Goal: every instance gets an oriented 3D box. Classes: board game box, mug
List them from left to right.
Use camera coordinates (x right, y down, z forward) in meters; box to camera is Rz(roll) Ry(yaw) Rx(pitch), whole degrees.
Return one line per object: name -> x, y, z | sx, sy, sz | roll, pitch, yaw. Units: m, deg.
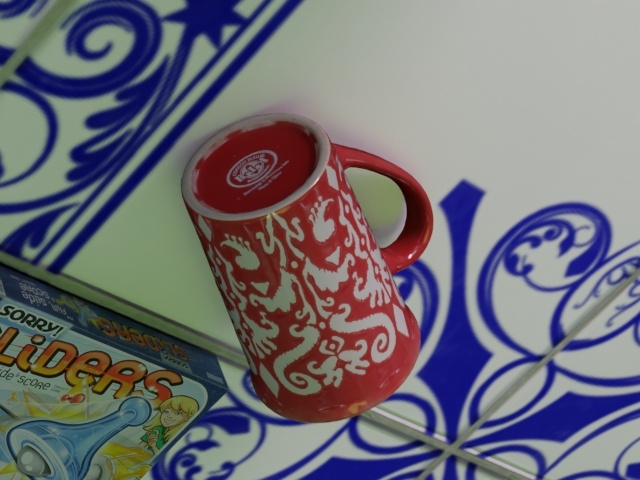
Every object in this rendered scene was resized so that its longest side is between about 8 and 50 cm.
board game box -> -0.176, 0.097, 1.127 | 0.201, 0.035, 0.136 | 26, 116, -39
mug -> -0.010, 0.001, 1.088 | 0.113, 0.150, 0.169 | 1, 137, 25
